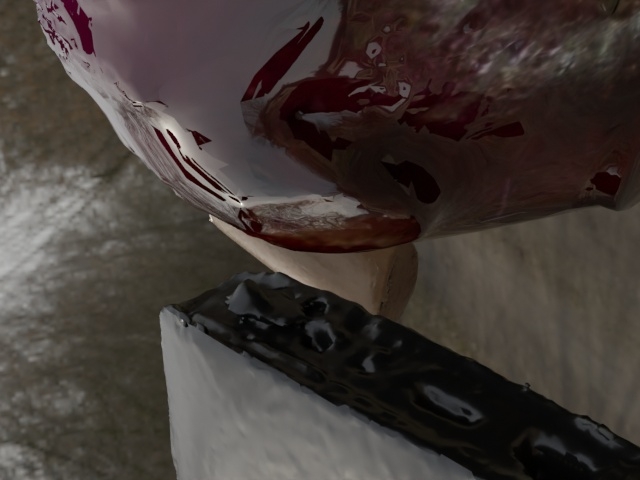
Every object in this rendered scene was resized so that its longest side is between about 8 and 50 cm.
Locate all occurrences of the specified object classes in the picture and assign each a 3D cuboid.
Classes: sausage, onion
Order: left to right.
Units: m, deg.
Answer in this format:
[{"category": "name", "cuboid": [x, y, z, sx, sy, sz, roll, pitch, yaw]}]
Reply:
[{"category": "sausage", "cuboid": [0.000, 0.000, 1.293, 0.253, 0.123, 0.123, 36, 153, 24]}, {"category": "onion", "cuboid": [0.017, -0.205, 0.587, 0.420, 0.398, 0.398, 39, 147, 40]}]

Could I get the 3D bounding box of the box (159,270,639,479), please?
[{"category": "box", "cuboid": [0.049, 0.211, 0.705, 0.359, 0.091, 0.350, 25, 132, 36]}]
